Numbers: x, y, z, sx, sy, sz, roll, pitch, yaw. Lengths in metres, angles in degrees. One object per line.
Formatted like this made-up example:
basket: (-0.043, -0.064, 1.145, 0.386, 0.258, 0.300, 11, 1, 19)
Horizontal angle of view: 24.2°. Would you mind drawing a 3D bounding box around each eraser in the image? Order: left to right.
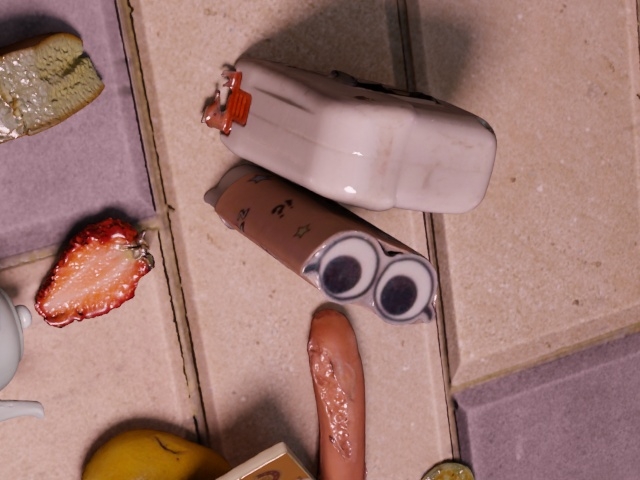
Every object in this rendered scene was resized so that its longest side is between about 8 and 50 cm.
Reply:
eraser: (0.000, 0.000, 1.625, 0.171, 0.290, 0.087, 24, 95, -29)

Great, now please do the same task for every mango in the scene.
mango: (-0.185, 0.288, 1.744, 0.195, 0.098, 0.137, 0, 102, -30)

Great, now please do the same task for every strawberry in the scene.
strawberry: (-0.254, 0.034, 1.661, 0.152, 0.048, 0.104, -32, 124, 3)

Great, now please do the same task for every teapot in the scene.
teapot: (-0.373, 0.096, 1.575, 0.159, 0.159, 0.232, -19, 93, -18)

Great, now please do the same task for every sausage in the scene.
sausage: (0.022, 0.231, 1.833, 0.078, 0.078, 0.304, -8, 109, -22)

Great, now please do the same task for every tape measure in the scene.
tape measure: (0.044, -0.118, 1.637, 0.265, 0.258, 0.130, 4, 103, -33)

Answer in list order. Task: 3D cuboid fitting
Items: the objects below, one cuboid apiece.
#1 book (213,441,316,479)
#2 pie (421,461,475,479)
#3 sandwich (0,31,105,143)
book: (-0.135, 0.350, 1.741, 0.295, 0.020, 0.208, -30, 145, 2)
pie: (0.165, 0.326, 1.959, 0.084, 0.021, 0.084, -7, 110, -19)
sandwich: (-0.338, -0.147, 1.539, 0.244, 0.088, 0.090, -22, 110, -17)
